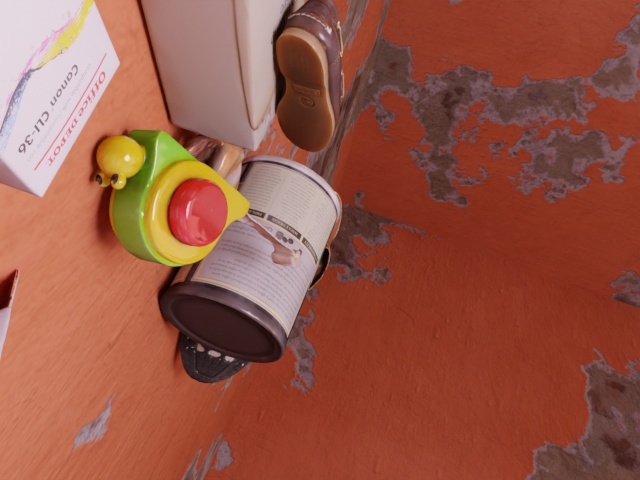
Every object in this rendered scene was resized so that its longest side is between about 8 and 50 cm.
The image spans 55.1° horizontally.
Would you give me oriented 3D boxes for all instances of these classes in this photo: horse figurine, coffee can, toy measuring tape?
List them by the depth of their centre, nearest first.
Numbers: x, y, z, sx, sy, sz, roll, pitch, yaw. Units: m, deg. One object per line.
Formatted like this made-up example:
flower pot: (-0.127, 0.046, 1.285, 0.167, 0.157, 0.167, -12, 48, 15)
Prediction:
toy measuring tape: (-0.129, -0.005, 0.685, 0.330, 0.122, 0.121, 44, 63, -53)
horse figurine: (-0.151, -0.079, 0.816, 0.174, 0.066, 0.263, -59, 175, -13)
coffee can: (-0.104, 0.028, 0.991, 0.201, 0.202, 0.275, 102, 9, -58)

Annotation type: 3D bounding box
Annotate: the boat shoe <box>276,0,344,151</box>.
boat shoe: (-0.005, -0.178, 0.682, 0.207, 0.073, 0.073, 99, 14, -66)

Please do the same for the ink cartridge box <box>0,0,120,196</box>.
ink cartridge box: (-0.183, -0.106, 0.354, 0.198, 0.067, 0.115, 97, 14, -70)

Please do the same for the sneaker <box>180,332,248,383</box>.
sneaker: (-0.144, 0.086, 1.206, 0.182, 0.158, 0.410, 124, -10, -75)

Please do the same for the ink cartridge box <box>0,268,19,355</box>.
ink cartridge box: (-0.259, 0.135, 0.422, 0.225, 0.056, 0.180, 42, -64, 60)

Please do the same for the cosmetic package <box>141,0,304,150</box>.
cosmetic package: (-0.088, -0.245, 0.599, 0.309, 0.113, 0.160, 97, 14, -66)

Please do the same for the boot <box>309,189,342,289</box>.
boot: (0.000, 0.000, 1.156, 0.152, 0.073, 0.197, -126, -127, -82)
